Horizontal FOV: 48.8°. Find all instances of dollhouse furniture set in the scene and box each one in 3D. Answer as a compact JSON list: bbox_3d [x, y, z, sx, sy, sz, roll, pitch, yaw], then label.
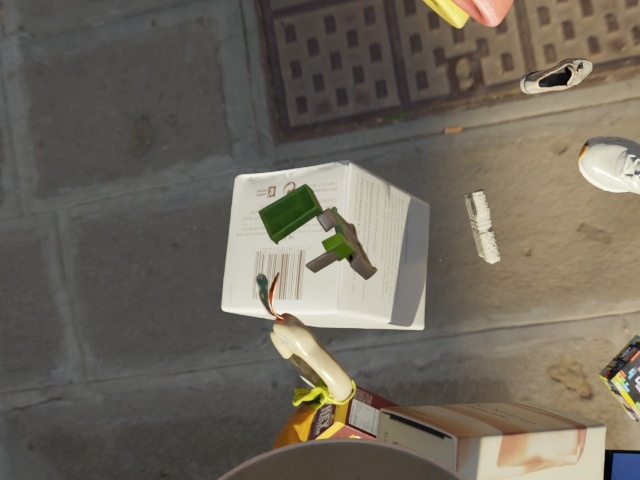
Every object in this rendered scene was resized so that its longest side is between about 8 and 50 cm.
[{"bbox_3d":[0.000,0.000,0.750,0.058,0.152,0.076,-32,59,11],"label":"dollhouse furniture set"}]

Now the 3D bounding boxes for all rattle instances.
[{"bbox_3d":[-0.057,0.151,0.850,0.143,0.199,0.130,-36,39,-4],"label":"rattle"}]

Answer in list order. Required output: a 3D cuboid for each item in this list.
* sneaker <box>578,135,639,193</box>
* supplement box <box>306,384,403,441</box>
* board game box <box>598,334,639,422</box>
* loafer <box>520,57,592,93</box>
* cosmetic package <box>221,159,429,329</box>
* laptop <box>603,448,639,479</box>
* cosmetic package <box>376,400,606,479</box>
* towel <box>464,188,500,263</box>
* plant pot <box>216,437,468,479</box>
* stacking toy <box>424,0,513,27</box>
[{"bbox_3d":[0.570,-0.111,1.190,0.262,0.121,0.099,19,91,-7],"label":"sneaker"},{"bbox_3d":[0.093,0.504,1.886,0.194,0.129,0.191,28,134,-12],"label":"supplement box"},{"bbox_3d":[0.776,0.338,1.709,0.141,0.048,0.170,-44,109,-7],"label":"board game box"},{"bbox_3d":[0.371,-0.252,1.088,0.125,0.039,0.045,-18,108,-15],"label":"loafer"},{"bbox_3d":[0.024,0.033,1.672,0.329,0.394,0.327,-3,77,34],"label":"cosmetic package"},{"bbox_3d":[0.536,0.499,1.223,0.137,0.264,0.234,5,92,30],"label":"laptop"},{"bbox_3d":[0.230,0.296,0.947,0.153,0.296,0.129,3,87,54],"label":"cosmetic package"},{"bbox_3d":[0.427,-0.040,1.853,0.049,0.282,0.187,-15,92,9],"label":"towel"},{"bbox_3d":[0.017,0.323,0.533,0.284,0.284,0.191,2,127,10],"label":"plant pot"},{"bbox_3d":[0.058,-0.285,0.481,0.279,0.309,0.130,41,105,-12],"label":"stacking toy"}]
